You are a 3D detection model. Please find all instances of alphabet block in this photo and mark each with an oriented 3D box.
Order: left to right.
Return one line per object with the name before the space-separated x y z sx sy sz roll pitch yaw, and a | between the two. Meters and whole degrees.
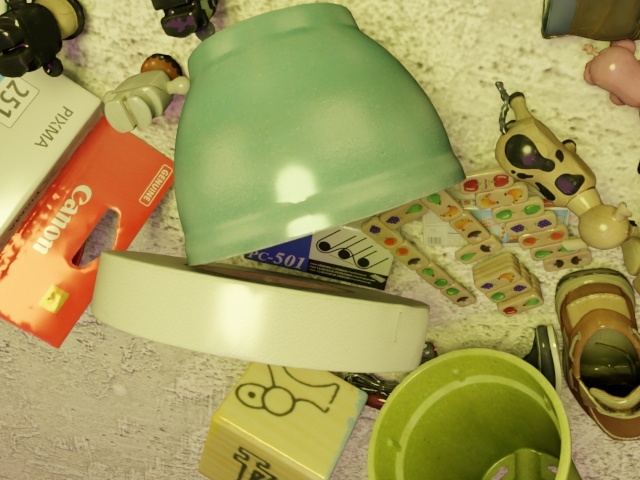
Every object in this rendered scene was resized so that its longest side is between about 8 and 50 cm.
alphabet block | -0.062 0.322 0.923 0.197 0.192 0.193 28 128 10

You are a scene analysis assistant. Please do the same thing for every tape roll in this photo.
tape roll | -0.064 0.076 0.660 0.392 0.392 0.071 10 88 6

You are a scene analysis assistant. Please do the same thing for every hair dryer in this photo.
hair dryer | 0.162 0.281 0.951 0.224 0.080 0.293 -16 115 38

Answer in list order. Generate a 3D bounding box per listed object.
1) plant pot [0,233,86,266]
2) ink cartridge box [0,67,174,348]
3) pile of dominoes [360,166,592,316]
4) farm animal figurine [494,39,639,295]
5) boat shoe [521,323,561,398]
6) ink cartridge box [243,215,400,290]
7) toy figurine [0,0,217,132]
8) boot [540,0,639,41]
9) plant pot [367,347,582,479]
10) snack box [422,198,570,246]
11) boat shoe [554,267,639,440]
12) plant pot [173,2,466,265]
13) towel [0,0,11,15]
plant pot | -0.467 -0.002 0.796 0.174 0.191 0.191 21 130 9
ink cartridge box | -0.357 -0.053 0.675 0.261 0.296 0.066 34 167 -14
pile of dominoes | 0.203 0.017 0.692 0.196 0.040 0.251 -29 130 34
farm animal figurine | 0.366 -0.044 0.564 0.331 0.172 0.326 -11 124 21
boat shoe | 0.322 0.218 0.840 0.079 0.084 0.233 1 131 13
ink cartridge box | 0.000 0.000 0.770 0.207 0.046 0.097 13 128 4
toy figurine | -0.216 -0.243 0.576 0.210 0.148 0.213 26 127 -14
boot | 0.250 -0.275 0.470 0.106 0.082 0.219 -3 126 15
plant pot | 0.249 0.336 0.775 0.276 0.276 0.254 -23 128 28
snack box | 0.223 -0.022 0.713 0.178 0.022 0.064 1 129 13
boat shoe | 0.402 0.189 0.773 0.123 0.120 0.324 -16 122 25
plant pot | -0.022 -0.112 0.563 0.293 0.293 0.196 -15 96 24
towel | -0.470 -0.401 0.576 0.325 0.038 0.247 26 128 -5
